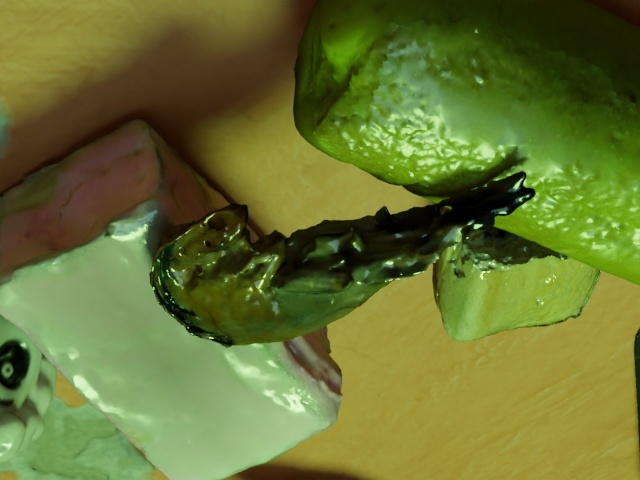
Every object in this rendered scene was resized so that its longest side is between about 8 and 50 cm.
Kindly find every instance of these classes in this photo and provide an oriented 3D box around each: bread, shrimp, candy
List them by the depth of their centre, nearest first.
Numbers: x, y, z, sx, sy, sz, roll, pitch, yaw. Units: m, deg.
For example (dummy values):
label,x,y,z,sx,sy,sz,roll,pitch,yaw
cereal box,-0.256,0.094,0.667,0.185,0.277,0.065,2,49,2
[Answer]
label,x,y,z,sx,sy,sz,roll,pitch,yaw
shrimp,0.006,0.007,1.248,0.262,0.066,0.117,-26,137,25
bread,0.163,-0.077,1.293,0.383,0.112,0.166,22,94,-24
candy,-0.111,0.048,1.409,0.155,0.116,0.265,-24,130,19
bread,0.140,0.014,1.429,0.125,0.082,0.106,-10,146,-21

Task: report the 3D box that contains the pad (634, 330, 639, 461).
label,x,y,z,sx,sy,sz,roll,pitch,yaw
pad,0.443,0.095,1.587,0.375,0.063,0.315,-4,127,6

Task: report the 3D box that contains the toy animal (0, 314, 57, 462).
label,x,y,z,sx,sy,sz,roll,pitch,yaw
toy animal,-0.304,0.118,1.424,0.208,0.156,0.204,28,128,-33
